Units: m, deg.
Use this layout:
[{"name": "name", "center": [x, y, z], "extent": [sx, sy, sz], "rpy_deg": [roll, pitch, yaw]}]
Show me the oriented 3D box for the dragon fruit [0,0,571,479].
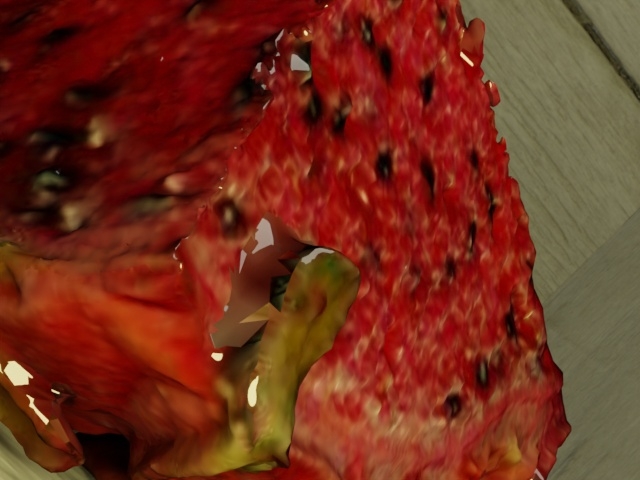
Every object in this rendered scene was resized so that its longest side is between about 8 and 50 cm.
[{"name": "dragon fruit", "center": [0.000, 0.000, 0.555], "extent": [0.330, 0.240, 0.302], "rpy_deg": [40, 19, -34]}]
